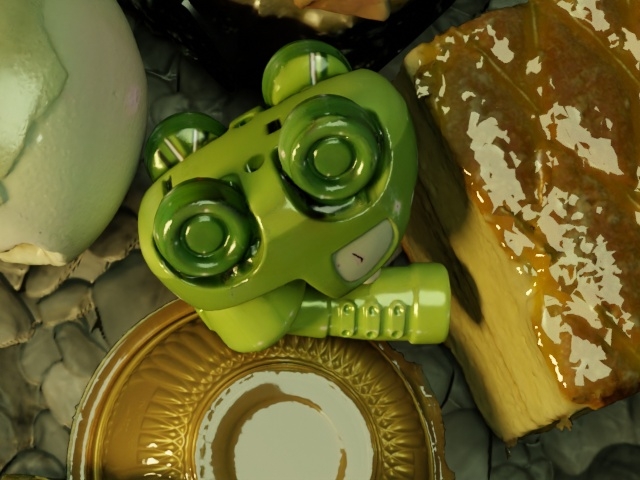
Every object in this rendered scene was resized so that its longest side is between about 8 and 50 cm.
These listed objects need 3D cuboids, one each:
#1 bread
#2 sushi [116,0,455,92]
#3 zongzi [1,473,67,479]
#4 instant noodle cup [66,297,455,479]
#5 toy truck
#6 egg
[{"bbox_3d":[0.207,-0.033,1.176,0.279,0.207,0.279,-25,80,-16],"label":"bread"},{"bbox_3d":[0.000,-0.291,1.165,0.328,0.285,0.328,46,72,4],"label":"sushi"},{"bbox_3d":[-0.178,0.227,1.086,0.130,0.062,0.154,2,71,35],"label":"zongzi"},{"bbox_3d":[-0.033,0.151,1.139,0.274,0.091,0.274,3,75,-11],"label":"instant noodle cup"},{"bbox_3d":[-0.020,-0.005,1.095,0.187,0.148,0.210,-16,119,-1],"label":"toy truck"},{"bbox_3d":[-0.202,-0.095,1.121,0.183,0.183,0.217,11,83,-8],"label":"egg"}]
